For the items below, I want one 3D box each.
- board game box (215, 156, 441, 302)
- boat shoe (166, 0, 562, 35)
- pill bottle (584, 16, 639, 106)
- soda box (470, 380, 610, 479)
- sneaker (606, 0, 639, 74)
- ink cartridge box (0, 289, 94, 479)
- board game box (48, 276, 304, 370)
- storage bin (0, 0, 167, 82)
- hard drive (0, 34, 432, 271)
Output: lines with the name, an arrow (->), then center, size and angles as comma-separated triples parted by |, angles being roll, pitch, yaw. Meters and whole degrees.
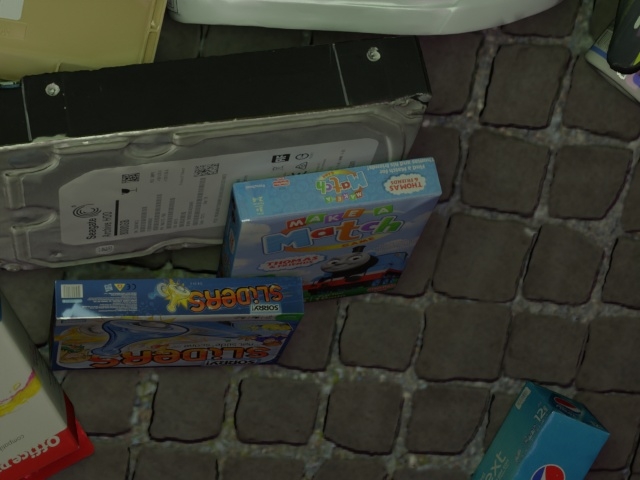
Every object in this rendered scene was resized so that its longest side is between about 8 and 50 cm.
board game box -> 0.000, 0.000, 1.212 | 0.160, 0.211, 0.039 | -8, 68, -11
boat shoe -> 0.040, -0.233, 1.162 | 0.335, 0.121, 0.119 | -4, 116, -11
pill bottle -> 0.300, -0.187, 1.271 | 0.078, 0.078, 0.137 | 36, 99, -23
soda box -> 0.188, 0.247, 1.416 | 0.071, 0.067, 0.210 | 23, 104, -22
sneaker -> 0.246, -0.282, 1.187 | 0.121, 0.111, 0.300 | 6, 83, 2
ink cartridge box -> -0.295, 0.138, 1.244 | 0.134, 0.078, 0.231 | -28, 115, -2
board game box -> -0.125, 0.071, 1.237 | 0.201, 0.136, 0.035 | -1, 68, -12
storage bin -> -0.240, -0.244, 1.066 | 0.262, 0.123, 0.260 | 6, 109, -27
hard drive -> -0.100, -0.061, 1.145 | 0.339, 0.237, 0.064 | -7, 68, -12
